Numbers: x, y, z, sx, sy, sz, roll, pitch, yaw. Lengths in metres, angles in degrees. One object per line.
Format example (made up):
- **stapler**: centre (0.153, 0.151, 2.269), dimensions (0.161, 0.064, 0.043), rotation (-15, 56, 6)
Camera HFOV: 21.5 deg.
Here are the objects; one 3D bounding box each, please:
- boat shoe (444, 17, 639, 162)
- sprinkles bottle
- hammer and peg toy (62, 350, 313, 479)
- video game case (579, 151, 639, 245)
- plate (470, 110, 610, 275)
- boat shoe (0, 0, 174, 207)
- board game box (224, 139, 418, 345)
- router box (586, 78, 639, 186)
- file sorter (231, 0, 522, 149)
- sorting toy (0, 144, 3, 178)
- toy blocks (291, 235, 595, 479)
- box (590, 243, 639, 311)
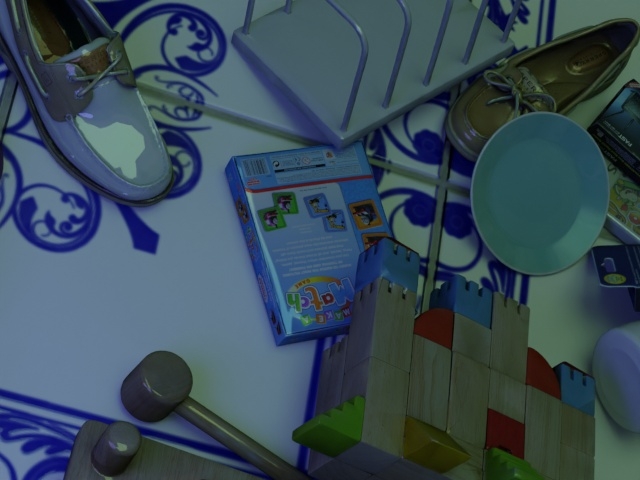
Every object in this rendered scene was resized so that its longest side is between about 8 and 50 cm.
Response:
- **boat shoe**: centre (0.263, -0.188, 1.993), dimensions (0.285, 0.089, 0.104), rotation (-35, 83, -30)
- **sprinkles bottle**: centre (0.483, 0.118, 1.918), dimensions (0.355, 0.121, 0.121), rotation (-14, 72, -27)
- **hammer and peg toy**: centre (-0.117, 0.272, 1.580), dimensions (0.266, 0.127, 0.361), rotation (22, 52, -12)
- **video game case**: centre (0.440, -0.052, 2.036), dimensions (0.227, 0.026, 0.206), rotation (38, 59, -1)
- **plate**: centre (0.248, -0.054, 1.932), dimensions (0.188, 0.024, 0.188), rotation (-2, 95, -25)
- **boat shoe**: centre (-0.255, -0.171, 1.774), dimensions (0.113, 0.103, 0.302), rotation (-34, 82, -30)
- **board game box**: centre (0.000, 0.000, 1.831), dimensions (0.160, 0.039, 0.211), rotation (-8, 69, -25)
- **router box**: centre (0.387, -0.121, 2.011), dimensions (0.122, 0.038, 0.092), rotation (41, 59, 2)
- **file sorter**: centre (0.075, -0.274, 1.888), dimensions (0.277, 0.173, 0.193), rotation (-31, 64, -30)
- **sorting toy**: centre (-0.400, 0.046, 1.638), dimensions (0.126, 0.127, 0.365), rotation (-2, 60, 10)
- **toy blocks**: centre (0.145, 0.161, 1.742), dimensions (0.381, 0.191, 0.261), rotation (26, 51, -23)
- **box**: centre (0.423, 0.040, 1.905), dimensions (0.225, 0.036, 0.136), rotation (0, 20, 4)
